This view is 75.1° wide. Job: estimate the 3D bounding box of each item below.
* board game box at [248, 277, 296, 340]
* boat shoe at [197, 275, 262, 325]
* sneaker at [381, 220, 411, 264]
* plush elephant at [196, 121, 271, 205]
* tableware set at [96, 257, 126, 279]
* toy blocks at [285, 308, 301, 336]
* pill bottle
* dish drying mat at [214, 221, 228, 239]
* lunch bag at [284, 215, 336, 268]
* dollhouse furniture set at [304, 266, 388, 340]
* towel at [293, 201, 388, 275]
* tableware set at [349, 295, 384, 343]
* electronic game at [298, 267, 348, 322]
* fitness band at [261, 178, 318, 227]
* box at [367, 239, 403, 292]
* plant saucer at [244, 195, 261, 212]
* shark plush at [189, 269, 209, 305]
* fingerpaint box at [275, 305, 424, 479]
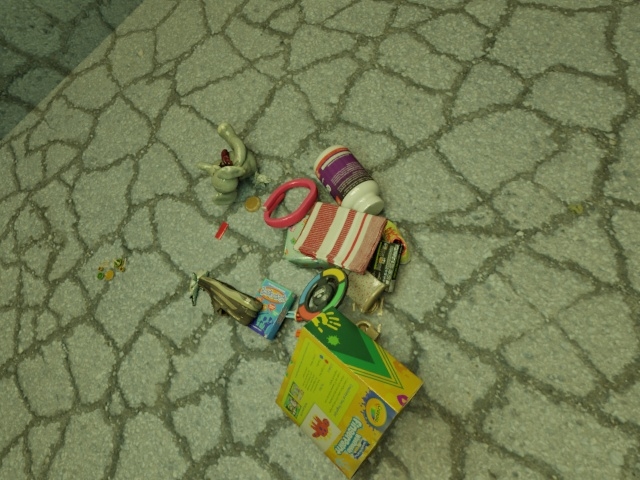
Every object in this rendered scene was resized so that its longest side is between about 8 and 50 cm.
[{"bbox_3d":[-0.212,0.279,1.709,0.160,0.047,0.210,21,77,36],"label":"board game box"},{"bbox_3d":[-0.402,0.248,1.728,0.355,0.132,0.130,19,80,37],"label":"boat shoe"},{"bbox_3d":[0.292,-0.008,1.654,0.081,0.094,0.208,-33,65,3],"label":"sneaker"},{"bbox_3d":[-0.420,-0.309,1.861,0.330,0.272,0.255,39,41,9],"label":"plush elephant"},{"bbox_3d":[-1.017,0.138,2.022,0.154,0.024,0.104,-7,70,13],"label":"tableware set"},{"bbox_3d":[-0.070,0.335,1.663,0.148,0.054,0.123,0,73,18],"label":"toy blocks"},{"bbox_3d":[0.121,-0.234,1.734,0.181,0.181,0.323,-36,65,2],"label":"pill bottle"},{"bbox_3d":[-0.458,-0.045,1.932,0.032,0.008,0.083,24,79,21],"label":"dish drying mat"},{"bbox_3d":[0.000,0.000,1.729,0.279,0.108,0.224,1,69,16],"label":"lunch bag"},{"bbox_3d":[0.127,0.210,1.522,0.303,0.174,0.355,41,104,31],"label":"dollhouse furniture set"},{"bbox_3d":[0.069,-0.022,1.610,0.329,0.037,0.237,18,74,31],"label":"towel"},{"bbox_3d":[0.172,0.295,1.614,0.128,0.039,0.194,5,73,17],"label":"tableware set"},{"bbox_3d":[0.008,0.194,1.494,0.229,0.048,0.229,-32,32,24],"label":"electronic game"},{"bbox_3d":[-0.130,-0.167,1.799,0.209,0.054,0.291,6,47,31],"label":"fitness band"},{"bbox_3d":[0.213,0.090,1.620,0.184,0.045,0.190,14,93,39],"label":"box"},{"bbox_3d":[-0.316,-0.171,1.930,0.083,0.015,0.083,-5,70,14],"label":"plant saucer"},{"bbox_3d":[-0.544,0.207,1.847,0.067,0.073,0.161,12,67,-13],"label":"shark plush"},{"bbox_3d":[0.071,0.500,1.370,0.371,0.444,0.163,37,41,24],"label":"fingerpaint box"}]
